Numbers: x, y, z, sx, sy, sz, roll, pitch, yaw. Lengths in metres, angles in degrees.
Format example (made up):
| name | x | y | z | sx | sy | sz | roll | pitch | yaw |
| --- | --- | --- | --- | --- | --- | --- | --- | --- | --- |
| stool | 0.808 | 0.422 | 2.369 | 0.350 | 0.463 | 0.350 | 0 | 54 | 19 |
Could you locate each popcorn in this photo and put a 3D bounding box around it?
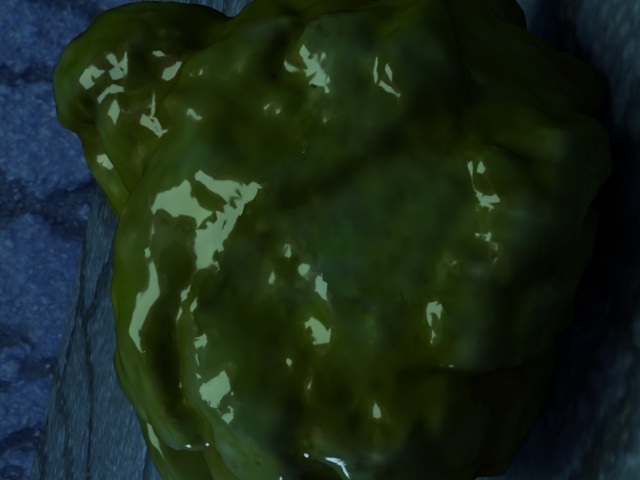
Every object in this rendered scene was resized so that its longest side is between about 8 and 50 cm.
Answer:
| name | x | y | z | sx | sy | sz | roll | pitch | yaw |
| --- | --- | --- | --- | --- | --- | --- | --- | --- | --- |
| popcorn | 0.005 | -0.007 | 0.996 | 0.293 | 0.292 | 0.334 | 127 | 140 | -50 |
